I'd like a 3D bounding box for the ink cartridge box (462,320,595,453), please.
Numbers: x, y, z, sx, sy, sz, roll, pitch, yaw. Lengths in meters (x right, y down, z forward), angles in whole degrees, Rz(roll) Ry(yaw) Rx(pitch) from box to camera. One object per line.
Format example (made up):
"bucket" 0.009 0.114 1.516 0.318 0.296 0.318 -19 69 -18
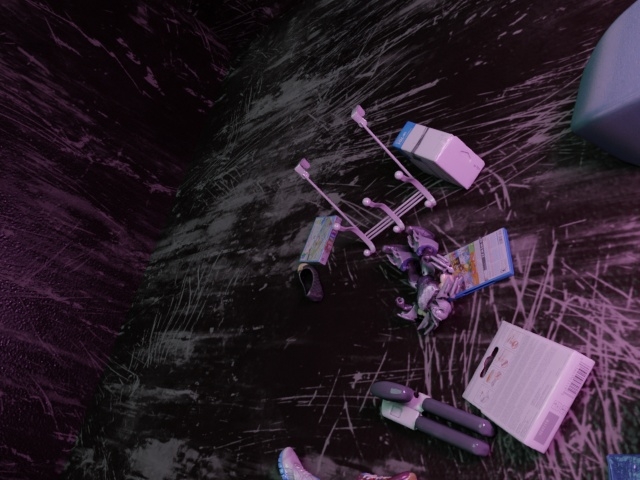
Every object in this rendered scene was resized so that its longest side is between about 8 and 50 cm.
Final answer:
"ink cartridge box" 0.371 0.259 1.107 0.181 0.056 0.225 -60 14 -2

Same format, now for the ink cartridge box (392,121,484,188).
"ink cartridge box" 0.292 -0.215 1.504 0.082 0.140 0.191 -55 32 3

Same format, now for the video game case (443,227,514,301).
"video game case" 0.343 0.055 1.328 0.166 0.015 0.119 -30 42 37

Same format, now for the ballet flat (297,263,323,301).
"ballet flat" -0.035 0.115 1.758 0.057 0.049 0.173 -49 33 13

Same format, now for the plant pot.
"plant pot" 0.593 -0.261 1.055 0.252 0.248 0.247 -28 40 66

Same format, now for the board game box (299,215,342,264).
"board game box" 0.000 0.000 1.828 0.103 0.026 0.154 -1 63 53

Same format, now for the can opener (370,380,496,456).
"can opener" 0.207 0.345 1.196 0.283 0.095 0.075 6 69 55

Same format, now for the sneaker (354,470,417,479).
"sneaker" 0.112 0.500 1.221 0.185 0.070 0.083 -43 41 22

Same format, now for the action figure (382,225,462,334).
"action figure" 0.231 0.088 1.367 0.185 0.099 0.285 -55 25 26

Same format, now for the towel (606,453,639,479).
"towel" 0.461 0.376 0.888 0.067 0.029 0.119 -19 49 44

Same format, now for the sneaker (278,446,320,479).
"sneaker" -0.037 0.556 1.391 0.083 0.071 0.190 -41 44 15

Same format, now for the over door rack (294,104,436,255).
"over door rack" 0.103 -0.143 1.555 0.239 0.324 0.108 -40 0 27
